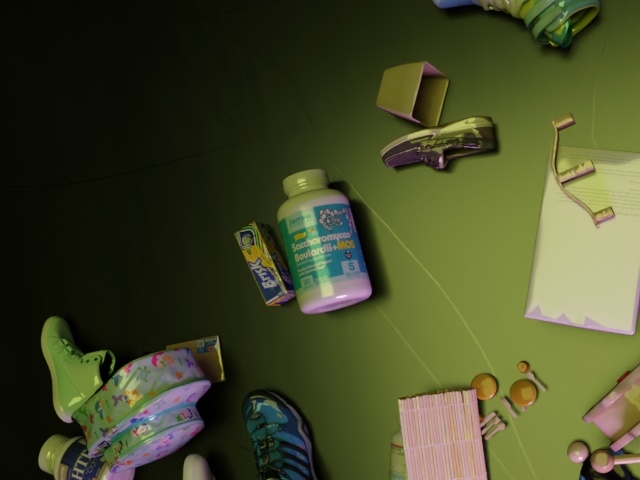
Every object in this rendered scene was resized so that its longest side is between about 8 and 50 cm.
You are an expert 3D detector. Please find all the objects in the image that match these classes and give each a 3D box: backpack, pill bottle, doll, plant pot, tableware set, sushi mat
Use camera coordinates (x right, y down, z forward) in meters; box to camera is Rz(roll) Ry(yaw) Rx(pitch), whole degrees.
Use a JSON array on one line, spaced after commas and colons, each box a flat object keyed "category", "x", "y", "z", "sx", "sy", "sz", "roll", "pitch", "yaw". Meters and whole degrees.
[{"category": "backpack", "x": -0.340, "y": 0.328, "z": 1.671, "sx": 0.253, "sy": 0.225, "sz": 0.191, "roll": -50, "pitch": 65, "yaw": 29}, {"category": "pill bottle", "x": 0.000, "y": 0.000, "z": 1.636, "sx": 0.146, "sy": 0.146, "sz": 0.264, "roll": -19, "pitch": 78, "yaw": 19}, {"category": "doll", "x": 0.498, "y": 0.423, "z": 1.447, "sx": 0.129, "sy": 0.046, "sz": 0.189, "roll": -47, "pitch": 71, "yaw": 10}, {"category": "plant pot", "x": 0.172, "y": -0.281, "z": 1.626, "sx": 0.096, "sy": 0.109, "sz": 0.109, "roll": 15, "pitch": 90, "yaw": 35}, {"category": "pill bottle", "x": 0.171, "y": 0.403, "z": 1.556, "sx": 0.087, "sy": 0.087, "sz": 0.160, "roll": 3, "pitch": 85, "yaw": 22}, {"category": "tableware set", "x": 0.327, "y": 0.281, "z": 1.545, "sx": 0.154, "sy": 0.024, "sz": 0.104, "roll": -45, "pitch": 67, "yaw": 13}, {"category": "pill bottle", "x": -0.502, "y": 0.482, "z": 1.803, "sx": 0.186, "sy": 0.112, "sz": 0.112, "roll": 13, "pitch": 89, "yaw": 22}, {"category": "sushi mat", "x": 0.229, "y": 0.426, "z": 1.512, "sx": 0.151, "sy": 0.019, "sz": 0.317, "roll": -7, "pitch": 88, "yaw": -11}]

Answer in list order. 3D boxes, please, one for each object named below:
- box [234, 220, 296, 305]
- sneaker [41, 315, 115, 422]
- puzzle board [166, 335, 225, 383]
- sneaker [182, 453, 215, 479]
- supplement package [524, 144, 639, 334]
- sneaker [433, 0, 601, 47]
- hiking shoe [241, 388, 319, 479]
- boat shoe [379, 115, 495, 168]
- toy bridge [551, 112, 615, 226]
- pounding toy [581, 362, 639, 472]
[{"category": "box", "x": -0.110, "y": 0.048, "z": 1.721, "sx": 0.054, "sy": 0.059, "sz": 0.169, "roll": -32, "pitch": 74, "yaw": 18}, {"category": "sneaker", "x": -0.512, "y": 0.251, "z": 1.830, "sx": 0.151, "sy": 0.094, "sz": 0.256, "roll": -31, "pitch": 57, "yaw": 11}, {"category": "puzzle board", "x": -0.264, "y": 0.260, "z": 1.787, "sx": 0.128, "sy": 0.011, "sz": 0.097, "roll": -13, "pitch": 78, "yaw": 19}, {"category": "sneaker", "x": -0.188, "y": 0.559, "z": 1.685, "sx": 0.123, "sy": 0.106, "sz": 0.290, "roll": -17, "pitch": 86, "yaw": 10}, {"category": "supplement package", "x": 0.464, "y": 0.003, "z": 1.436, "sx": 0.177, "sy": 0.175, "sz": 0.293, "roll": 9, "pitch": 87, "yaw": 21}, {"category": "sneaker", "x": 0.360, "y": -0.438, "z": 1.554, "sx": 0.318, "sy": 0.127, "sz": 0.208, "roll": -12, "pitch": 79, "yaw": 21}, {"category": "hiking shoe", "x": -0.074, "y": 0.426, "z": 1.627, "sx": 0.113, "sy": 0.132, "sz": 0.304, "roll": -33, "pitch": 73, "yaw": 15}, {"category": "boat shoe", "x": 0.223, "y": -0.173, "z": 1.603, "sx": 0.223, "sy": 0.080, "sz": 0.074, "roll": -16, "pitch": 74, "yaw": 15}, {"category": "toy bridge", "x": 0.410, "y": -0.108, "z": 1.360, "sx": 0.063, "sy": 0.026, "sz": 0.188, "roll": -23, "pitch": 76, "yaw": 20}, {"category": "pounding toy", "x": 0.545, "y": 0.295, "z": 1.399, "sx": 0.269, "sy": 0.154, "sz": 0.155, "roll": -41, "pitch": 70, "yaw": -7}]
